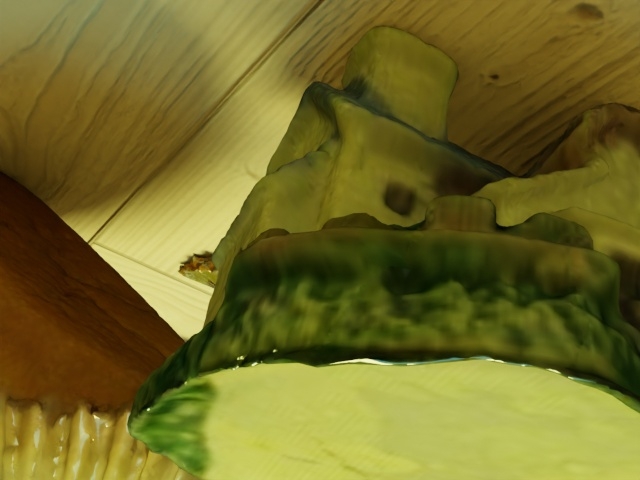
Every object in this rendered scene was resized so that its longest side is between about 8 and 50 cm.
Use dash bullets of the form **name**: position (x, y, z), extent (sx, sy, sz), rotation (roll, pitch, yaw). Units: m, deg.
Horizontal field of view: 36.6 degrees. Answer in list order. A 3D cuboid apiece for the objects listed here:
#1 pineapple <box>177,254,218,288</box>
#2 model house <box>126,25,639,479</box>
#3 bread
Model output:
- **pineapple**: position (-0.079, 0.032, 0.829), extent (0.083, 0.019, 0.045), rotation (22, 149, -11)
- **model house**: position (0.099, 0.017, 0.519), extent (0.321, 0.266, 0.261), rotation (22, 145, -15)
- **bread**: position (-0.216, 0.067, 0.646), extent (0.389, 0.183, 0.236), rotation (32, -166, 36)
